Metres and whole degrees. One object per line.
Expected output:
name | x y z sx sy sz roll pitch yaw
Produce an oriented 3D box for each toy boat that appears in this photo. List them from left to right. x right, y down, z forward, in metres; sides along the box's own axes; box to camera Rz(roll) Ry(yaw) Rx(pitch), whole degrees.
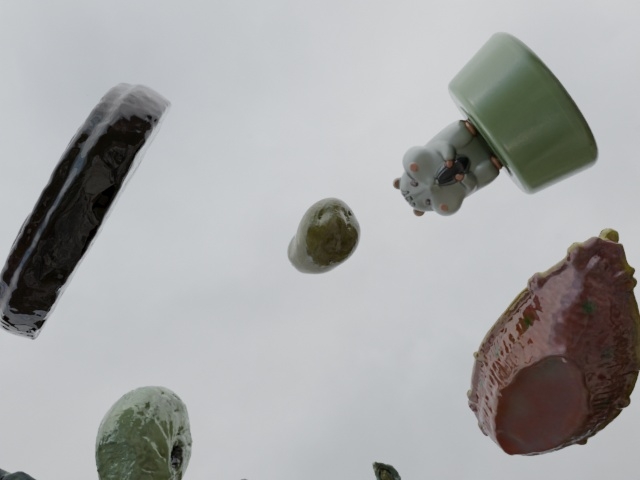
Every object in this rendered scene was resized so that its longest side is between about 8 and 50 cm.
toy boat | 0.224 0.139 0.492 0.099 0.141 0.318 -44 -31 -45

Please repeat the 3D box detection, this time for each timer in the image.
timer | 0.284 -0.167 0.909 0.315 0.291 0.291 -37 -60 17

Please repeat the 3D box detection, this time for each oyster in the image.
oyster | 0.192 0.705 1.427 0.098 0.037 0.100 21 -127 -22

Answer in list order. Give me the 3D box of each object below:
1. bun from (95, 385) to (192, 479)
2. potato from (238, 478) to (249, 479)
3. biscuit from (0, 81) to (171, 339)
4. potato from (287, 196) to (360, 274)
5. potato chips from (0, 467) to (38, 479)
bun | -0.293 0.357 0.863 0.108 0.221 0.221 -15 -67 5
potato | -0.081 0.314 0.553 0.040 0.051 0.083 -15 -105 -6
biscuit | -0.357 -0.054 0.728 0.091 0.407 0.407 30 -89 -22
potato | 0.000 0.000 1.123 0.157 0.157 0.194 35 -55 -29
potato chips | -0.561 0.591 1.001 0.429 0.070 0.358 42 -51 -14
